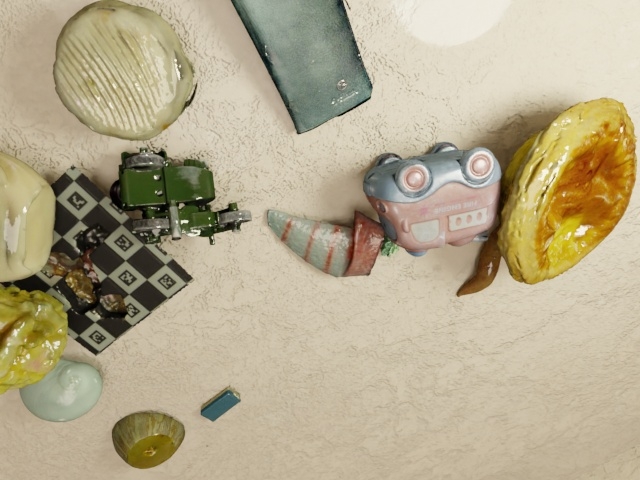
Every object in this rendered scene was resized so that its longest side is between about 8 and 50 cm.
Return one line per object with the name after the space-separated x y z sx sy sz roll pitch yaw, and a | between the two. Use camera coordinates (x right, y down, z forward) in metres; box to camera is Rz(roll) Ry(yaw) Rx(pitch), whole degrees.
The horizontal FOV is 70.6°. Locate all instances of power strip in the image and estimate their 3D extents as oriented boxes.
-0.301 0.494 1.367 0.123 0.032 0.056 -39 121 12 | power strip

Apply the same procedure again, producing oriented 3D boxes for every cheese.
-0.654 -0.045 0.892 0.233 0.127 0.265 17 106 5 | cheese

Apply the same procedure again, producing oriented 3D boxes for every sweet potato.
0.463 0.060 1.240 0.067 0.059 0.281 13 116 -8 | sweet potato

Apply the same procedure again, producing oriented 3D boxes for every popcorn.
-0.656 0.202 0.941 0.212 0.259 0.259 -41 120 1 | popcorn

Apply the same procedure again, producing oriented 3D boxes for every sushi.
-0.523 0.055 1.035 0.359 0.064 0.343 -36 110 17 | sushi

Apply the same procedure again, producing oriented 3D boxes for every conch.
-0.695 0.393 1.193 0.221 0.121 0.184 -18 93 5 | conch

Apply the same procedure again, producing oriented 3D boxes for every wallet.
-0.033 -0.382 0.836 0.191 0.046 0.379 -25 135 6 | wallet

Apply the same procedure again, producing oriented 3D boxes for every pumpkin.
-0.522 0.620 1.362 0.218 0.110 0.217 -5 116 -10 | pumpkin

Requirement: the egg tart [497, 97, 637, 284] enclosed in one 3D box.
0.541 -0.115 1.044 0.443 0.178 0.442 -16 122 -27 | egg tart

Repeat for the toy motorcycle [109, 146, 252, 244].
-0.294 -0.091 0.958 0.275 0.127 0.205 -6 86 -24 | toy motorcycle

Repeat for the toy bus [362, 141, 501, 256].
0.249 -0.085 1.001 0.294 0.197 0.231 -13 107 -6 | toy bus

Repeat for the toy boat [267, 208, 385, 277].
0.000 0.000 1.108 0.282 0.096 0.206 13 128 -8 | toy boat

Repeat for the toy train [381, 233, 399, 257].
0.185 0.006 1.168 0.053 0.033 0.083 6 120 -18 | toy train

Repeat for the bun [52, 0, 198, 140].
-0.343 -0.302 0.817 0.239 0.141 0.239 -2 117 -5 | bun
